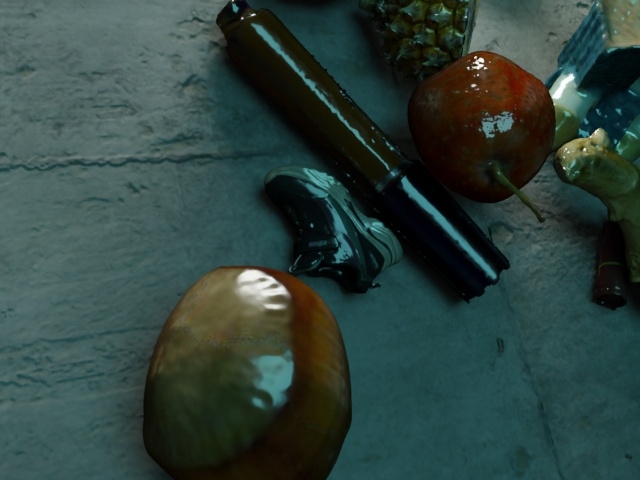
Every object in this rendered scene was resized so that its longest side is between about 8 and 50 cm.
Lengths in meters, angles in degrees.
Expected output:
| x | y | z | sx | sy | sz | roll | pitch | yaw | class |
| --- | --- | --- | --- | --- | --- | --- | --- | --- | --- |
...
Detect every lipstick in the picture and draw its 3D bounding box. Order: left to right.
| x | y | z | sx | sy | sz | roll | pitch | yaw | class |
| --- | --- | --- | --- | --- | --- | --- | --- | --- | --- |
| 0.043 | -0.100 | 0.955 | 0.418 | 0.077 | 0.077 | 46 | 60 | -2 | lipstick |

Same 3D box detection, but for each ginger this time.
| x | y | z | sx | sy | sz | roll | pitch | yaw | class |
| --- | --- | --- | --- | --- | --- | --- | --- | --- | --- |
| 0.366 | -0.024 | 1.015 | 0.294 | 0.086 | 0.131 | 32 | 85 | -26 | ginger |

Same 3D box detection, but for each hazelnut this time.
| x | y | z | sx | sy | sz | roll | pitch | yaw | class |
| --- | --- | --- | --- | --- | --- | --- | --- | --- | --- |
| -0.053 | 0.132 | 0.771 | 0.214 | 0.176 | 0.214 | 1 | 89 | -47 | hazelnut |

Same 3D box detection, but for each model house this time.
| x | y | z | sx | sy | sz | roll | pitch | yaw | class |
| --- | --- | --- | --- | --- | --- | --- | --- | --- | --- |
| 0.370 | -0.189 | 1.046 | 0.194 | 0.267 | 0.325 | 39 | 72 | 8 | model house |

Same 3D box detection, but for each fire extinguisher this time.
| x | y | z | sx | sy | sz | roll | pitch | yaw | class |
| --- | --- | --- | --- | --- | --- | --- | --- | --- | --- |
| 0.366 | 0.017 | 1.081 | 0.056 | 0.039 | 0.132 | 42 | 53 | -44 | fire extinguisher |

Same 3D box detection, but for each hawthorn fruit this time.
| x | y | z | sx | sy | sz | roll | pitch | yaw | class |
| --- | --- | --- | --- | --- | --- | --- | --- | --- | --- |
| 0.171 | -0.102 | 0.916 | 0.162 | 0.163 | 0.203 | 27 | 34 | -13 | hawthorn fruit |

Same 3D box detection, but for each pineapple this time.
| x | y | z | sx | sy | sz | roll | pitch | yaw | class |
| --- | --- | --- | --- | --- | --- | --- | --- | --- | --- |
| 0.111 | -0.268 | 1.023 | 0.136 | 0.161 | 0.176 | 12 | 97 | 11 | pineapple |

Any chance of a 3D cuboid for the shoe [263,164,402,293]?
| x | y | z | sx | sy | sz | roll | pitch | yaw | class |
| --- | --- | --- | --- | --- | --- | --- | --- | --- | --- |
| 0.000 | 0.000 | 0.904 | 0.169 | 0.071 | 0.099 | 38 | 63 | -11 | shoe |
